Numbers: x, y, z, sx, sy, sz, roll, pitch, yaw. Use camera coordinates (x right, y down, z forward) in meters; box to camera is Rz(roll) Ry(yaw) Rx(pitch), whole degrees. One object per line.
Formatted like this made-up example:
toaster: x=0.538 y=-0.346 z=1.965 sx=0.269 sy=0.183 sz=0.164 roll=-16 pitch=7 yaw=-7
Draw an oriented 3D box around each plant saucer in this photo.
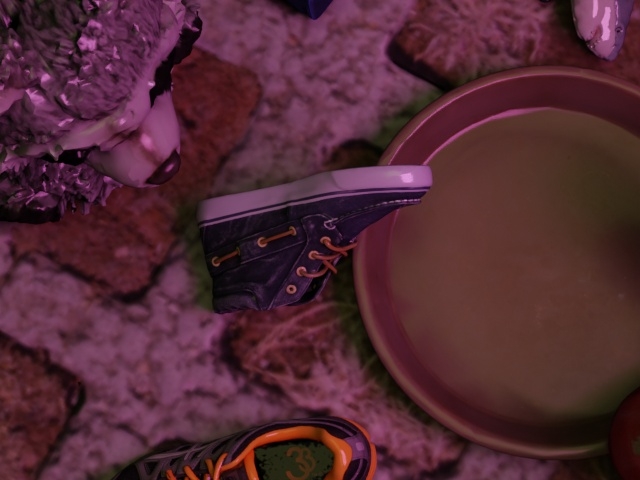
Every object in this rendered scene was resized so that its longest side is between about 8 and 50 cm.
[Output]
plant saucer: x=0.160 y=0.015 z=1.214 sx=0.278 sy=0.041 sz=0.278 roll=0 pitch=78 yaw=1

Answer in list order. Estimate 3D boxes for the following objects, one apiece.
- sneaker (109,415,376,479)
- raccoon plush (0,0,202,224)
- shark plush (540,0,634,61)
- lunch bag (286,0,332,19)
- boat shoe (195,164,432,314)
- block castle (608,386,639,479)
sneaker: x=-0.067 y=0.166 z=1.167 sx=0.215 sy=0.083 sz=0.084 roll=-22 pitch=81 yaw=-2
raccoon plush: x=-0.267 y=-0.168 z=1.124 sx=0.446 sy=0.299 sz=0.216 roll=27 pitch=81 yaw=6
shark plush: x=0.220 y=-0.208 z=1.267 sx=0.067 sy=0.073 sz=0.161 roll=36 pitch=60 yaw=-12
lunch bag: x=-0.006 y=-0.211 z=1.247 sx=0.065 sy=0.067 sz=0.098 roll=41 pitch=83 yaw=8
boat shoe: x=0.000 y=0.000 z=1.184 sx=0.183 sy=0.065 sz=0.083 roll=-12 pitch=84 yaw=32
block castle: x=0.293 y=0.324 z=1.069 sx=0.303 sy=0.213 sz=0.453 roll=13 pitch=78 yaw=6
